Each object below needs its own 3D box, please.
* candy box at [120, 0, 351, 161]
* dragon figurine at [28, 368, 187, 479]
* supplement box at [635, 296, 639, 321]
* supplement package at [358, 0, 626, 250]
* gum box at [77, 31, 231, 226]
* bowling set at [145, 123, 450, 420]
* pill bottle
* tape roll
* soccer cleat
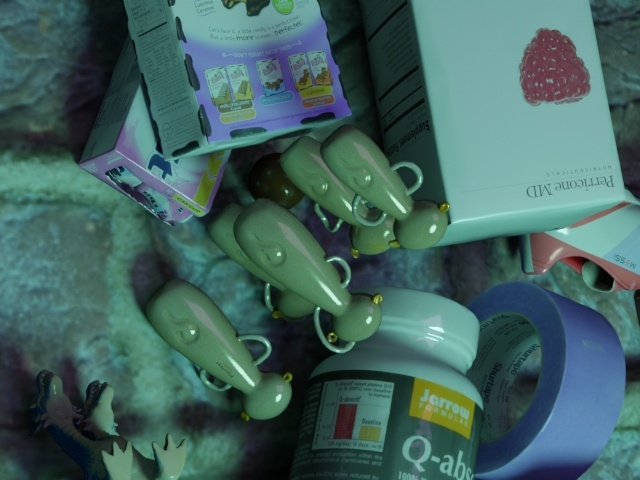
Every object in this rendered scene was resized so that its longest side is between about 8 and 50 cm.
[{"bbox_3d":[-0.078,-0.180,1.703,0.165,0.070,0.196,-13,87,-41],"label":"candy box"},{"bbox_3d":[-0.159,0.234,1.566,0.085,0.144,0.289,-7,80,-29],"label":"dragon figurine"},{"bbox_3d":[0.443,0.081,2.123,0.188,0.104,0.080,-7,83,-41],"label":"supplement box"},{"bbox_3d":[0.155,-0.154,1.867,0.178,0.175,0.292,-8,83,-14],"label":"supplement package"},{"bbox_3d":[-0.129,-0.115,1.732,0.107,0.062,0.188,33,60,-28],"label":"gum box"},{"bbox_3d":[0.000,0.000,1.732,0.154,0.287,0.200,44,27,-12],"label":"bowling set"},{"bbox_3d":[0.056,0.192,1.742,0.162,0.162,0.278,25,64,-32],"label":"pill bottle"},{"bbox_3d":[0.189,0.138,1.846,0.080,0.189,0.189,22,66,-33],"label":"tape roll"},{"bbox_3d":[0.331,0.008,2.060,0.318,0.109,0.116,15,81,-34],"label":"soccer cleat"}]
